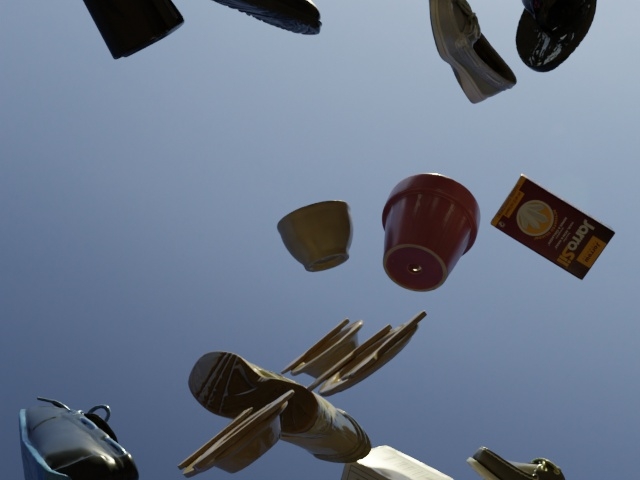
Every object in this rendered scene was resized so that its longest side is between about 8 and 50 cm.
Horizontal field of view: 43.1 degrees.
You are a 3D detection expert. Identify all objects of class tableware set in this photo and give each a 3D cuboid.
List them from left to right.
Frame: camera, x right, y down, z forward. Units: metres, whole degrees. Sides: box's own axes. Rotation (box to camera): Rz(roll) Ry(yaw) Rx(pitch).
[{"bbox_3d":[-0.017,0.085,0.450,0.141,0.168,0.020,-35,-91,-18],"label":"tableware set"}]

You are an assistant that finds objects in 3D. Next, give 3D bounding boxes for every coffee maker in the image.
[{"bbox_3d":[-0.285,-0.345,1.111,0.171,0.120,0.178,-44,-67,-41],"label":"coffee maker"}]

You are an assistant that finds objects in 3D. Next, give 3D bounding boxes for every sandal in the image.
[{"bbox_3d":[0.466,-0.537,1.588,0.107,0.167,0.446,28,-105,-33],"label":"sandal"}]

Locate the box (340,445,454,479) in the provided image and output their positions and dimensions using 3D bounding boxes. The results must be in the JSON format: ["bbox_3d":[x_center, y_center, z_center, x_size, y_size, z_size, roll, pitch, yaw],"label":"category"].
[{"bbox_3d":[0.089,0.505,1.289,0.148,0.311,0.121,20,-171,35],"label":"box"}]

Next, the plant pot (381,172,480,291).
[{"bbox_3d":[0.209,-0.003,1.625,0.201,0.201,0.180,25,-134,-1],"label":"plant pot"}]

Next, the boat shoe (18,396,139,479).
[{"bbox_3d":[-0.229,0.212,0.759,0.089,0.258,0.109,-8,-82,-25],"label":"boat shoe"}]

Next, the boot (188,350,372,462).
[{"bbox_3d":[-0.063,0.262,1.259,0.262,0.203,0.095,9,-111,37],"label":"boot"}]

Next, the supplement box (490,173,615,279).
[{"bbox_3d":[0.409,-0.026,1.436,0.188,0.104,0.081,33,-166,9],"label":"supplement box"}]

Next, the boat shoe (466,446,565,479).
[{"bbox_3d":[0.396,0.434,1.414,0.305,0.109,0.091,32,-94,-6],"label":"boat shoe"}]

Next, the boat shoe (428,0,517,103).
[{"bbox_3d":[0.295,-0.391,1.603,0.103,0.320,0.118,-15,-126,24],"label":"boat shoe"}]

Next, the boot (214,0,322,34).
[{"bbox_3d":[-0.084,-0.466,1.302,0.246,0.094,0.207,20,-90,-7],"label":"boot"}]

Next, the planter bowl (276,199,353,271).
[{"bbox_3d":[0.000,0.000,1.690,0.162,0.162,0.109,-8,-109,-25],"label":"planter bowl"}]
